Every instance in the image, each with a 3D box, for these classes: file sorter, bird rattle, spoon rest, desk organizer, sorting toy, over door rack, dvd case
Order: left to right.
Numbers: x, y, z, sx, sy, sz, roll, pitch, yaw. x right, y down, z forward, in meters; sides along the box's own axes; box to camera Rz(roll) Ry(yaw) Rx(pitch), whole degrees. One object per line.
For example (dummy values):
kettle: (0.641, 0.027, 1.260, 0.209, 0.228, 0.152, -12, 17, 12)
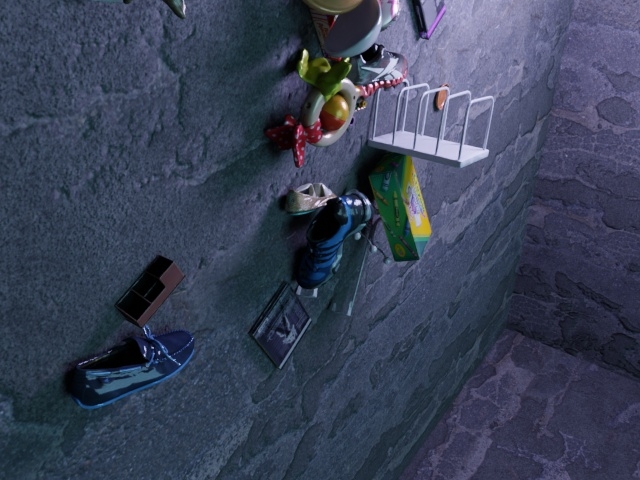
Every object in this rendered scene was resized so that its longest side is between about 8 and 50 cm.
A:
desk organizer: (-0.317, 0.094, 1.169, 0.130, 0.047, 0.050, -54, 145, -25)
dvd case: (-0.099, 0.227, 1.644, 0.164, 0.018, 0.221, -57, 148, -22)
bird rattle: (0.008, -0.274, 1.359, 0.207, 0.143, 0.254, 2, 108, -55)
over door rack: (0.092, 0.050, 1.742, 0.239, 0.108, 0.324, 36, 78, -56)
sorting toy: (0.084, -0.323, 1.560, 0.102, 0.042, 0.061, -65, 150, -5)
spoon rest: (0.088, -0.482, 1.310, 0.084, 0.137, 0.276, 49, 50, -33)
file sorter: (0.301, -0.321, 1.684, 0.193, 0.277, 0.173, -25, 128, -50)

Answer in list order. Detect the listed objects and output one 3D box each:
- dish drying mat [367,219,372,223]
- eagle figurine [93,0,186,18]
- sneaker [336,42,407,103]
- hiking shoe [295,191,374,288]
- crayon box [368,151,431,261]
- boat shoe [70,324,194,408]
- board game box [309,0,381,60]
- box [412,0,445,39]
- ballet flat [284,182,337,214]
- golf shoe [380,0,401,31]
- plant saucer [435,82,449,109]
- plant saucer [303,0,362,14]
dish drying mat: (0.130, -0.058, 1.846, 0.083, 0.008, 0.032, -24, 127, -50)
eagle figurine: (-0.209, -0.461, 0.891, 0.226, 0.225, 0.298, -43, -144, 50)
sneaker: (0.133, -0.429, 1.514, 0.276, 0.097, 0.135, -33, 138, -44)
hiking shoe: (0.000, 0.000, 1.537, 0.132, 0.113, 0.304, -2, 132, -45)
crayon box: (0.232, -0.099, 1.788, 0.165, 0.081, 0.278, -55, 131, -53)
boat shoe: (-0.336, 0.222, 1.165, 0.258, 0.109, 0.089, -30, 129, -51)
board game box: (0.057, -0.519, 1.385, 0.193, 0.045, 0.147, -56, 148, -22)
box: (0.297, -0.651, 1.711, 0.116, 0.029, 0.162, -59, 151, -18)
ballet flat: (-0.013, -0.106, 1.522, 0.206, 0.073, 0.067, -17, 109, -58)
golf shoe: (0.158, -0.588, 1.501, 0.086, 0.067, 0.186, 32, 78, -36)
plant saucer: (0.389, -0.461, 2.002, 0.083, 0.013, 0.083, -38, 140, -42)
plant saucer: (0.022, -0.545, 1.217, 0.200, 0.037, 0.200, -2, 94, -30)
